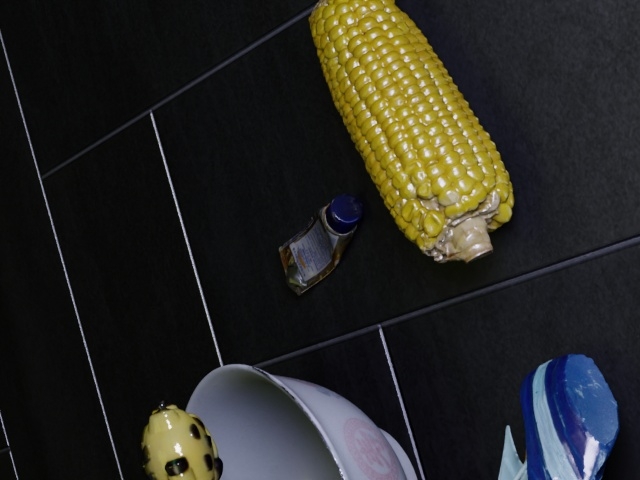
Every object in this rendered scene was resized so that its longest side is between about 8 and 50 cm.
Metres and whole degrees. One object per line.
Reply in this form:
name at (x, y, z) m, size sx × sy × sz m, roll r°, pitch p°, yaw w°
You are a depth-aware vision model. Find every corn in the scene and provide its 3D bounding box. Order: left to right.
corn at (0.080, -0.113, 1.718) m, size 0.321 × 0.119 × 0.119 m, roll 60°, pitch 142°, yaw 25°

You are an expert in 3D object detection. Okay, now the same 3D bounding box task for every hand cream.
hand cream at (0.000, 0.000, 1.946) m, size 0.062 × 0.039 × 0.163 m, roll 65°, pitch 150°, yaw 14°

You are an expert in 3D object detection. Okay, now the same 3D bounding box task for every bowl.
bowl at (0.003, 0.279, 1.919) m, size 0.345 × 0.157 × 0.345 m, roll 22°, pitch 117°, yaw 50°

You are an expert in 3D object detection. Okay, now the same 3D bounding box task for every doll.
doll at (-0.126, 0.307, 1.904) m, size 0.117 × 0.086 × 0.291 m, roll -22°, pitch -82°, yaw -84°

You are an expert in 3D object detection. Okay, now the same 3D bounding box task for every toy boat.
toy boat at (0.164, 0.241, 1.657) m, size 0.291 × 0.067 × 0.220 m, roll -55°, pitch 19°, yaw 31°
